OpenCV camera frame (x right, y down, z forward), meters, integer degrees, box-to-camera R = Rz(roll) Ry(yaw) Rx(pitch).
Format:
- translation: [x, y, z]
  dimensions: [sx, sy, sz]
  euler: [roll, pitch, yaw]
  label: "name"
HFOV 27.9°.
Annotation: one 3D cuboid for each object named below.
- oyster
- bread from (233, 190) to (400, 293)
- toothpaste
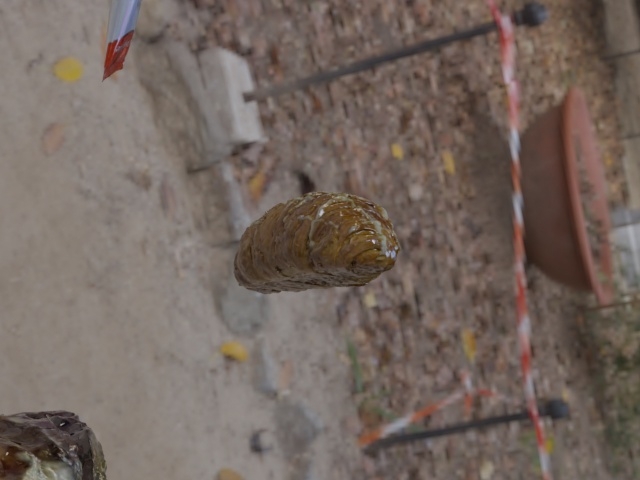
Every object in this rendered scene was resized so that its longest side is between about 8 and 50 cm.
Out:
- translation: [-0.227, 0.172, 0.820]
  dimensions: [0.100, 0.271, 0.275]
  euler: [45, 34, -21]
  label: "oyster"
- translation: [0.000, 0.000, 1.040]
  dimensions: [0.233, 0.105, 0.076]
  euler: [-12, -107, 63]
  label: "bread"
- translation: [-0.145, -0.218, 1.002]
  dimensions: [0.048, 0.031, 0.190]
  euler: [-65, 170, -68]
  label: "toothpaste"
